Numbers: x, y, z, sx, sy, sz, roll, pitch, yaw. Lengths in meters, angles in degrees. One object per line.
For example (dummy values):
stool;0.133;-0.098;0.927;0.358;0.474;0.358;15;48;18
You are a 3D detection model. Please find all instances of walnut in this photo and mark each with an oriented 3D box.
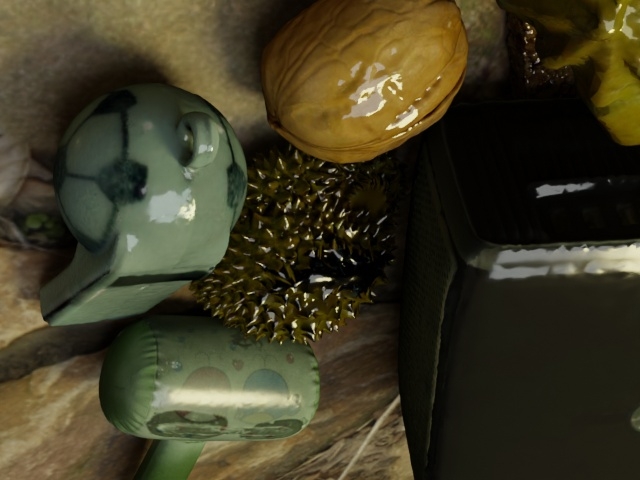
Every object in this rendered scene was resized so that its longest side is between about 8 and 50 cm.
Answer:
walnut;0.039;-0.141;0.904;0.180;0.144;0.144;-27;133;-9

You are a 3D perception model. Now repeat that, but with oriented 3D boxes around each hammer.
hammer;-0.147;0.210;1.124;0.206;0.119;0.335;9;129;-29

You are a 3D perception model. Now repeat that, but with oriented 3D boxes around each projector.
projector;0.281;0.070;1.059;0.395;0.242;0.405;-2;132;-3

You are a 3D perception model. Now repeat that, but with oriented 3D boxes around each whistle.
whistle;-0.150;-0.037;0.914;0.164;0.163;0.290;7;160;-29

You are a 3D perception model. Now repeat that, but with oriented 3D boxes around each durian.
durian;0.000;0.000;0.996;0.193;0.137;0.237;18;115;-35

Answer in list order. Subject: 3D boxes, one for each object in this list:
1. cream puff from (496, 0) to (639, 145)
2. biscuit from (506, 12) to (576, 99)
cream puff;0.230;-0.213;0.774;0.275;0.378;0.378;-39;134;-13
biscuit;0.206;-0.144;1.046;0.064;0.034;0.199;-18;132;-11
